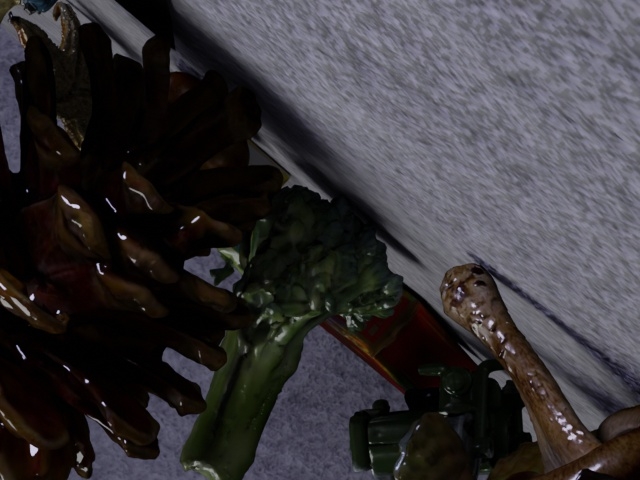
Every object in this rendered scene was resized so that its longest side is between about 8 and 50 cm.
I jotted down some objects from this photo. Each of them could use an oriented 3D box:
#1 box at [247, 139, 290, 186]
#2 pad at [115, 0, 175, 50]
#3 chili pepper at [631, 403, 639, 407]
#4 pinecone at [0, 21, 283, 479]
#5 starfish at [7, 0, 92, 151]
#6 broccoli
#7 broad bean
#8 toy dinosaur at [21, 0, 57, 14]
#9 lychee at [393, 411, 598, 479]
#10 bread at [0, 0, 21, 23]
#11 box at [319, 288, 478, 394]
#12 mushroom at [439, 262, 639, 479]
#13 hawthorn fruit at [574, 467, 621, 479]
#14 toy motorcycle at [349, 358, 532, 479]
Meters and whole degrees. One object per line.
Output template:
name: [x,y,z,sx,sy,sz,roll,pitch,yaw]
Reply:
box: [-0.134,-0.081,1.815,0.168,0.097,0.265,41,176,-5]
pad: [-0.171,-0.220,1.278,0.159,0.009,0.265,41,175,1]
chili pepper: [0.257,0.149,1.235,0.083,0.017,0.030,41,175,6]
pinecone: [-0.202,-0.010,1.355,0.384,0.384,0.384,40,176,3]
starfish: [-0.268,-0.156,1.809,0.227,0.043,0.240,27,-139,-64]
broccoli: [-0.030,0.084,1.507,0.177,0.275,0.198,25,159,-18]
broad bean: [-0.121,-0.102,1.604,0.114,0.084,0.165,56,-175,9]
toy dinosaur: [-0.285,-0.250,1.731,0.030,0.047,0.083,43,177,-16]
lychee: [0.216,0.279,1.400,0.320,0.270,0.270,1,170,6]
bread: [-0.297,-0.232,1.171,0.245,0.174,0.121,45,-165,22]
box: [0.024,0.061,1.968,0.313,0.089,0.197,38,174,37]
mushroom: [0.149,0.108,1.185,0.217,0.148,0.227,60,163,8]
hawthorn fruit: [0.215,0.176,0.892,0.194,0.157,0.157,36,177,-7]
toy motorcycle: [0.114,0.192,1.748,0.205,0.127,0.275,-5,172,19]
